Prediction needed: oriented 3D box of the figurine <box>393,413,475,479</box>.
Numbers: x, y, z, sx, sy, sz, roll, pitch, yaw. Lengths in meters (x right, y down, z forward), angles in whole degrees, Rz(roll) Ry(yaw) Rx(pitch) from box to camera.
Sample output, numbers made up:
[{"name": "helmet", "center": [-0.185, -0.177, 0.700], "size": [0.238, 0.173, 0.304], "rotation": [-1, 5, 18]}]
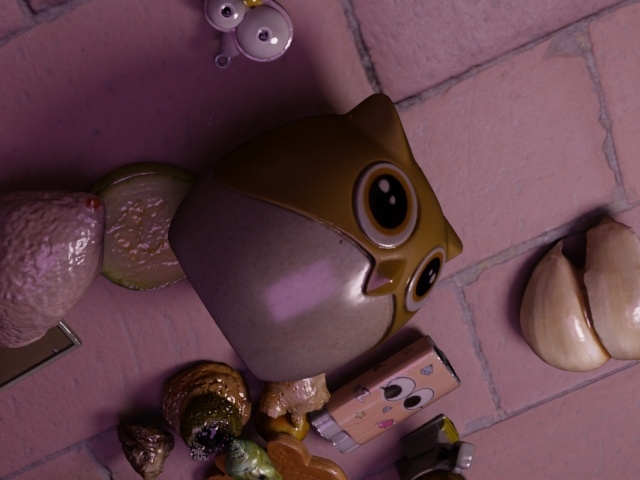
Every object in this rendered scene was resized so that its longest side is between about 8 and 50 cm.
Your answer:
[{"name": "figurine", "center": [0.255, 0.544, 2.096], "size": [0.167, 0.285, 0.343], "rotation": [-14, 120, -1]}]

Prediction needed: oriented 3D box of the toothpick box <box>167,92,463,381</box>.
[{"name": "toothpick box", "center": [0.000, 0.000, 1.648], "size": [0.425, 0.409, 0.409], "rotation": [-33, 122, -4]}]

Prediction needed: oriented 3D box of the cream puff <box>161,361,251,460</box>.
[{"name": "cream puff", "center": [-0.220, 0.353, 1.952], "size": [0.183, 0.169, 0.183], "rotation": [-6, 122, -10]}]

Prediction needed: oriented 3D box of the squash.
[{"name": "squash", "center": [-0.305, -0.021, 1.785], "size": [0.252, 0.049, 0.252], "rotation": [-6, 121, -9]}]

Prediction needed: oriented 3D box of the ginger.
[{"name": "ginger", "center": [-0.056, 0.271, 1.961], "size": [0.157, 0.102, 0.216], "rotation": [-10, 92, -12]}]

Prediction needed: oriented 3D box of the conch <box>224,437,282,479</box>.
[{"name": "conch", "center": [-0.130, 0.437, 1.921], "size": [0.201, 0.095, 0.079], "rotation": [43, 73, -39]}]

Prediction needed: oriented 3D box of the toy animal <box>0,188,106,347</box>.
[{"name": "toy animal", "center": [-0.497, 0.032, 1.671], "size": [0.226, 0.188, 0.358], "rotation": [39, 111, -15]}]

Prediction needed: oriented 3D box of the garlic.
[{"name": "garlic", "center": [0.554, 0.129, 1.982], "size": [0.249, 0.286, 0.313], "rotation": [-53, 135, -32]}]

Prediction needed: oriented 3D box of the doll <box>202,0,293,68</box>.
[{"name": "doll", "center": [-0.073, -0.427, 1.570], "size": [0.160, 0.094, 0.365], "rotation": [24, 112, -20]}]

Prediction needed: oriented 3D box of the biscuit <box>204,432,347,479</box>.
[{"name": "biscuit", "center": [-0.117, 0.479, 2.054], "size": [0.216, 0.047, 0.339], "rotation": [38, 134, -19]}]

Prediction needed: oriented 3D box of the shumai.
[{"name": "shumai", "center": [-0.355, 0.412, 1.978], "size": [0.123, 0.105, 0.139], "rotation": [23, 128, -10]}]

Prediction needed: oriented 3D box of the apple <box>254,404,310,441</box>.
[{"name": "apple", "center": [-0.077, 0.369, 2.030], "size": [0.114, 0.102, 0.099], "rotation": [17, 117, -20]}]

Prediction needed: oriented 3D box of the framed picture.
[{"name": "framed picture", "center": [-0.646, 0.192, 1.855], "size": [0.324, 0.020, 0.240], "rotation": [-31, 121, 7]}]

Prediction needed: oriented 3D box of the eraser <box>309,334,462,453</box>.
[{"name": "eraser", "center": [0.133, 0.319, 2.045], "size": [0.290, 0.087, 0.171], "rotation": [-32, 135, 8]}]
